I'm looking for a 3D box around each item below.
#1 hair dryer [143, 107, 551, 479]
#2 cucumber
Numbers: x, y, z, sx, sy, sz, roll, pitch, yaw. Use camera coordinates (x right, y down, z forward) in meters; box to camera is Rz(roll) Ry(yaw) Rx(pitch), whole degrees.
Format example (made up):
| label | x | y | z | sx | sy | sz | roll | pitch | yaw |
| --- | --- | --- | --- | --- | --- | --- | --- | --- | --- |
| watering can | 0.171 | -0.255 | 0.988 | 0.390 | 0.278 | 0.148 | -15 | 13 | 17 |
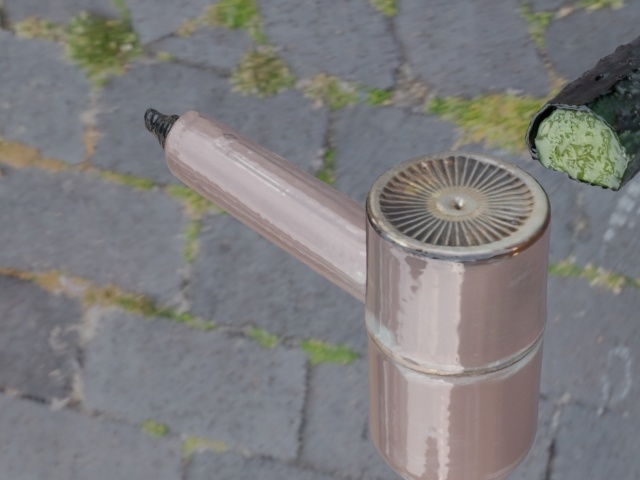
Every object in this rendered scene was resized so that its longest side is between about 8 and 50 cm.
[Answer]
| label | x | y | z | sx | sy | sz | roll | pitch | yaw |
| --- | --- | --- | --- | --- | --- | --- | --- | --- | --- |
| hair dryer | 0.000 | 0.000 | 1.006 | 0.344 | 0.106 | 0.189 | 34 | 141 | 38 |
| cucumber | 0.226 | -0.113 | 1.105 | 0.078 | 0.211 | 0.062 | 25 | 134 | 26 |
